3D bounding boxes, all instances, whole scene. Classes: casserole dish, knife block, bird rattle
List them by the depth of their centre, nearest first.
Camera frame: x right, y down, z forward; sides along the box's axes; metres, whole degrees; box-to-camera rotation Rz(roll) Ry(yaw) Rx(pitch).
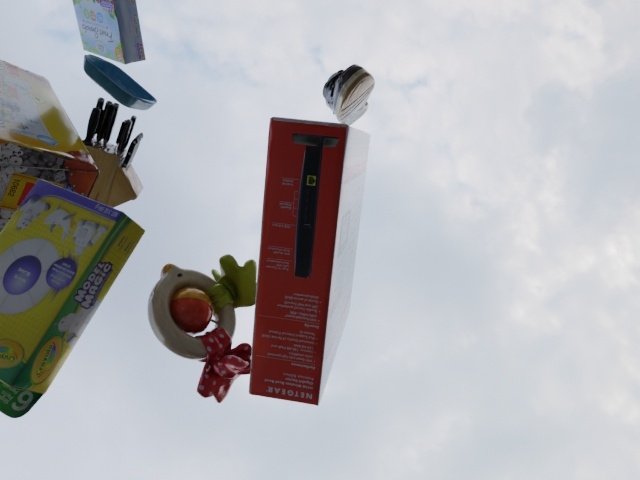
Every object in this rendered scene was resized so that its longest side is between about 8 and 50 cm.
[{"bbox_3d":[-0.208,0.145,0.906,0.206,0.143,0.254,26,-128,-29],"label":"bird rattle"},{"bbox_3d":[-0.454,-0.350,1.161,0.188,0.037,0.114,41,-164,10],"label":"casserole dish"},{"bbox_3d":[-0.549,-0.194,1.244,0.275,0.088,0.242,-23,-67,2],"label":"knife block"}]

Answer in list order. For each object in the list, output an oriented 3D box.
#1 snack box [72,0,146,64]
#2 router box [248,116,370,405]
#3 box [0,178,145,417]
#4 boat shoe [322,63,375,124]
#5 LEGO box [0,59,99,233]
[{"bbox_3d":[-0.555,-0.570,1.346,0.070,0.207,0.175,-32,-42,-39],"label":"snack box"},{"bbox_3d":[0.000,0.000,0.689,0.082,0.335,0.301,7,-79,8],"label":"router box"},{"bbox_3d":[-0.240,0.044,0.430,0.105,0.043,0.179,19,-107,20],"label":"box"},{"bbox_3d":[0.050,-0.313,1.096,0.103,0.285,0.092,-41,-92,4],"label":"boat shoe"},{"bbox_3d":[-0.739,-0.238,1.076,0.372,0.500,0.193,16,-66,-47],"label":"LEGO box"}]
